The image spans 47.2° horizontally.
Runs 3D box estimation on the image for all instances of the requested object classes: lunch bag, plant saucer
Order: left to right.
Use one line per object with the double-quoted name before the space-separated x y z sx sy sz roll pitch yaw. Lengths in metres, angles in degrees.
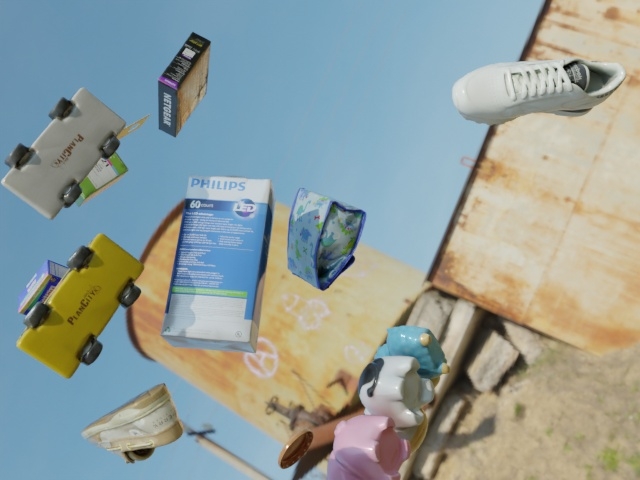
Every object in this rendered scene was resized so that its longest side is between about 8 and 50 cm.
"plant saucer" -0.046 0.370 1.304 0.083 0.013 0.083 -36 -35 -30
"lunch bag" 0.000 0.000 1.255 0.096 0.129 0.151 18 -86 -29

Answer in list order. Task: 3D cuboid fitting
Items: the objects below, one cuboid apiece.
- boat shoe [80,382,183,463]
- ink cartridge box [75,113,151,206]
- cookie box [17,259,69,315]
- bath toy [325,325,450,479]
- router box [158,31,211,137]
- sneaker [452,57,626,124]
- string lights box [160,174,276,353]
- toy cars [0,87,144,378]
"boat shoe" -0.184 0.189 0.715 0.063 0.059 0.170 -31 -2 -38
"ink cartridge box" -0.520 -0.201 1.837 0.255 0.097 0.189 -37 11 -20
"cookie box" -0.422 0.092 1.196 0.107 0.040 0.092 28 -68 -38
"bath toy" 0.055 0.264 0.931 0.348 0.129 0.151 -52 -57 -45
"router box" -0.271 -0.305 1.450 0.133 0.046 0.179 -63 0 -26
"sneaker" 0.297 -0.215 1.006 0.095 0.235 0.090 160 101 -78
"string lights box" -0.150 0.033 1.117 0.077 0.133 0.260 80 -165 -68
"toy cars" -0.342 -0.012 0.992 0.176 0.087 0.394 -2 -101 -37
